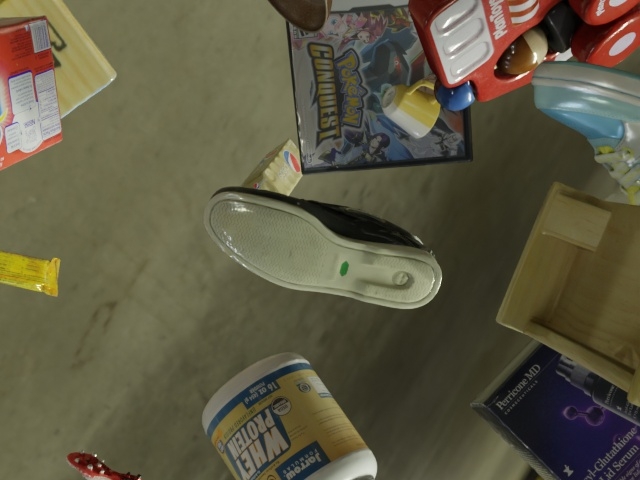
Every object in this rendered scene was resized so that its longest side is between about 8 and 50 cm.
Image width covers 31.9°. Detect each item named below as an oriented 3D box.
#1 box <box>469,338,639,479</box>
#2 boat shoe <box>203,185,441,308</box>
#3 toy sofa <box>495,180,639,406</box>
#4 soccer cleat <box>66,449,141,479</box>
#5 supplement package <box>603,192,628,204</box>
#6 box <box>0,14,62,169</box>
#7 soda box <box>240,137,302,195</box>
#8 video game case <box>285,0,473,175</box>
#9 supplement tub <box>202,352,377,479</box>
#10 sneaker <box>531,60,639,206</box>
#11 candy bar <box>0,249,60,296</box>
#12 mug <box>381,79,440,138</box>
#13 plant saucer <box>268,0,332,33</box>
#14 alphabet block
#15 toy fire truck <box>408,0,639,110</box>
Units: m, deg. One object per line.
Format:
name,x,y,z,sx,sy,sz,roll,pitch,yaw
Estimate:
box,0.302,0.210,1.302,0.153,0.207,0.108,-46,175,-7
boat shoe,0.000,0.000,1.069,0.079,0.233,0.084,-95,-154,-59
toy sofa,0.286,0.055,0.892,0.362,0.177,0.150,-144,-104,-82
soccer cleat,-0.217,0.237,1.111,0.036,0.083,0.029,-60,-168,22
supplement package,0.468,0.044,1.627,0.204,0.145,0.262,-34,-164,-17
box,-0.346,-0.122,0.998,0.257,0.122,0.128,-52,140,-67
soda box,-0.075,-0.106,1.853,0.058,0.061,0.181,-33,-169,23
video game case,0.083,-0.235,1.569,0.035,0.248,0.275,-86,170,-70
supplement tub,-0.027,0.242,1.261,0.144,0.200,0.144,-31,157,-15
sneaker,0.333,-0.043,1.123,0.127,0.319,0.208,-120,-129,-83
candy bar,-0.332,0.024,1.117,0.161,0.018,0.040,14,75,-38
mug,0.121,-0.185,1.498,0.078,0.064,0.062,-58,-155,14
plant saucer,-0.042,-0.348,1.368,0.036,0.198,0.198,-36,156,-16
alphabet block,-0.464,-0.298,1.760,0.193,0.192,0.197,-37,116,-4
toy fire truck,0.224,-0.259,1.254,0.254,0.169,0.302,-34,159,1
